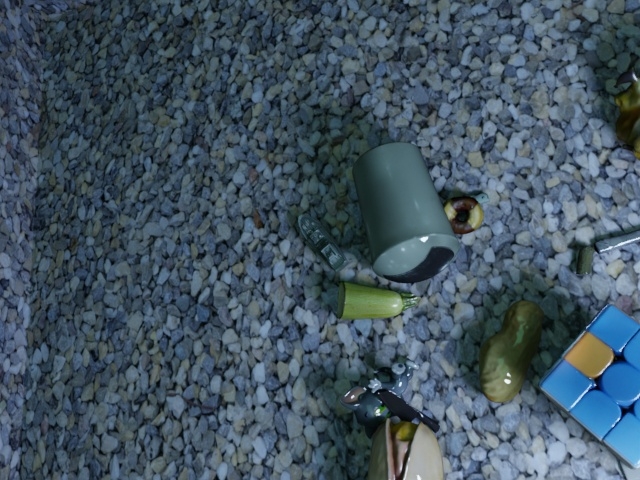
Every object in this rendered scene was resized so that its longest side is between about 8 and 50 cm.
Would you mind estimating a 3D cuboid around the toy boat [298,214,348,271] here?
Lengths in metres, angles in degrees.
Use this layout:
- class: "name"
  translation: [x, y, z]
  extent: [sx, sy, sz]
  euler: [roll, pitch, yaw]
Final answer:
- class: "toy boat"
  translation: [0.000, 0.000, 2.175]
  extent: [0.078, 0.085, 0.260]
  euler: [-42, 63, 5]

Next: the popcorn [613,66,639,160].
- class: "popcorn"
  translation: [1.016, -0.373, 1.823]
  extent: [0.297, 0.281, 0.316]
  euler: [-141, 57, -62]

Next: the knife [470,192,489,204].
- class: "knife"
  translation: [0.481, -0.123, 2.060]
  extent: [0.162, 0.023, 0.044]
  euler: [-19, 70, 15]

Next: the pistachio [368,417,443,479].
- class: "pistachio"
  translation: [0.242, 0.677, 1.783]
  extent: [0.229, 0.230, 0.309]
  euler: [0, 82, 22]

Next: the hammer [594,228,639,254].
- class: "hammer"
  translation: [1.027, -0.035, 1.806]
  extent: [0.426, 0.044, 0.152]
  euler: [-21, 66, 15]

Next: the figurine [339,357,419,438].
- class: "figurine"
  translation: [0.193, 0.464, 1.914]
  extent: [0.140, 0.193, 0.265]
  euler: [-2, 50, 49]

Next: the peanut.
- class: "peanut"
  translation: [0.556, 0.323, 1.823]
  extent: [0.147, 0.147, 0.319]
  euler: [22, 85, 26]

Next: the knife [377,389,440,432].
- class: "knife"
  translation: [0.262, 0.519, 1.860]
  extent: [0.230, 0.028, 0.060]
  euler: [38, 86, -13]

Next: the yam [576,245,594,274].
- class: "yam"
  translation: [0.799, 0.063, 1.864]
  extent: [0.043, 0.043, 0.094]
  euler: [8, 78, 23]

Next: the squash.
- class: "squash"
  translation: [0.178, 0.208, 2.018]
  extent: [0.287, 0.137, 0.137]
  euler: [5, 75, 21]

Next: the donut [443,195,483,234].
- class: "donut"
  translation: [0.461, -0.084, 2.022]
  extent: [0.140, 0.059, 0.140]
  euler: [1, 93, 18]

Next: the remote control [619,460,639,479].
- class: "remote control"
  translation: [0.942, 0.582, 1.650]
  extent: [0.261, 0.029, 0.067]
  euler: [-22, 65, 16]

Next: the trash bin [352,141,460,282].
- class: "trash bin"
  translation: [0.267, -0.075, 1.987]
  extent: [0.280, 0.280, 0.432]
  euler: [-21, 62, 14]

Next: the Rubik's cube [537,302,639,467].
- class: "Rubik's cube"
  translation: [0.789, 0.388, 1.611]
  extent: [0.290, 0.291, 0.291]
  euler: [-50, 57, 1]
